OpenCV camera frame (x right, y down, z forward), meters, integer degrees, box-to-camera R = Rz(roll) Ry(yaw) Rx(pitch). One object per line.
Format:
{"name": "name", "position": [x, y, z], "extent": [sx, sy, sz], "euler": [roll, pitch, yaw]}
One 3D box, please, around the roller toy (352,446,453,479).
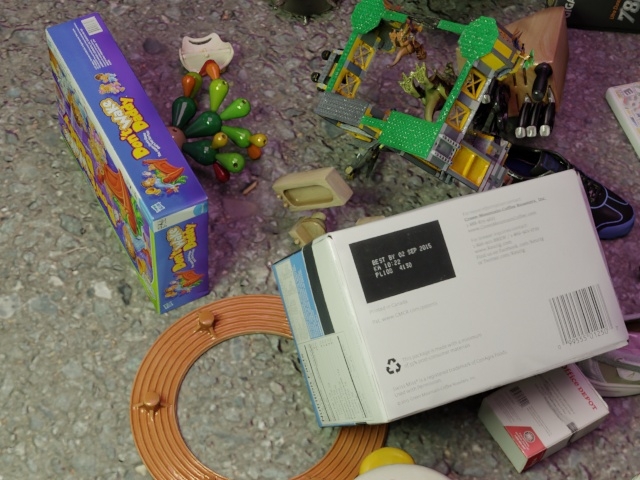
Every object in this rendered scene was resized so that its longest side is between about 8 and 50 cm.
{"name": "roller toy", "position": [0.096, 0.364, 1.403], "extent": [0.191, 0.146, 0.209], "euler": [29, 58, 13]}

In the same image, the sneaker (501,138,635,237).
{"name": "sneaker", "position": [0.352, -0.077, 1.755], "extent": [0.232, 0.090, 0.081], "euler": [19, 57, 8]}

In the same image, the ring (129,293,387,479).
{"name": "ring", "position": [-0.078, 0.210, 1.562], "extent": [0.337, 0.032, 0.336], "euler": [2, 56, -3]}

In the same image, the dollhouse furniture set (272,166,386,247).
{"name": "dollhouse furniture set", "position": [0.000, 0.000, 1.637], "extent": [0.151, 0.144, 0.123], "euler": [52, 57, -25]}

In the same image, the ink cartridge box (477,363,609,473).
{"name": "ink cartridge box", "position": [0.289, 0.224, 1.568], "extent": [0.135, 0.056, 0.099], "euler": [-24, 62, -19]}

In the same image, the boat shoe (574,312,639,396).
{"name": "boat shoe", "position": [0.488, 0.141, 1.613], "extent": [0.321, 0.103, 0.118], "euler": [-1, 56, -6]}

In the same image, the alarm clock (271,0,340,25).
{"name": "alarm clock", "position": [-0.028, -0.443, 1.985], "extent": [0.129, 0.064, 0.192], "euler": [0, 58, -5]}

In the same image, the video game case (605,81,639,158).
{"name": "video game case", "position": [0.583, -0.167, 1.875], "extent": [0.206, 0.026, 0.227], "euler": [-12, 58, -13]}

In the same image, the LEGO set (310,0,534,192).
{"name": "LEGO set", "position": [0.164, -0.195, 1.691], "extent": [0.331, 0.192, 0.254], "euler": [13, 80, 45]}

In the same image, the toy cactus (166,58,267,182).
{"name": "toy cactus", "position": [-0.184, -0.160, 1.776], "extent": [0.181, 0.112, 0.219], "euler": [-27, 63, 0]}

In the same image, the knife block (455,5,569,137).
{"name": "knife block", "position": [0.327, -0.245, 1.807], "extent": [0.276, 0.088, 0.242], "euler": [-25, 33, -21]}

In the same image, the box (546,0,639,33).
{"name": "box", "position": [0.532, -0.451, 1.900], "extent": [0.294, 0.295, 0.073], "euler": [3, 54, -4]}

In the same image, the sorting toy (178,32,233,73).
{"name": "sorting toy", "position": [-0.183, -0.299, 1.891], "extent": [0.083, 0.044, 0.075], "euler": [-9, 50, -10]}

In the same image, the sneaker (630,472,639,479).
{"name": "sneaker", "position": [0.491, 0.319, 1.500], "extent": [0.225, 0.092, 0.088], "euler": [-2, 56, -7]}

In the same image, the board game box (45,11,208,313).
{"name": "board game box", "position": [-0.261, -0.104, 1.635], "extent": [0.078, 0.233, 0.347], "euler": [-23, 61, -19]}

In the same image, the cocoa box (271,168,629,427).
{"name": "cocoa box", "position": [0.154, 0.075, 1.494], "extent": [0.347, 0.228, 0.231], "euler": [-15, 85, -22]}
